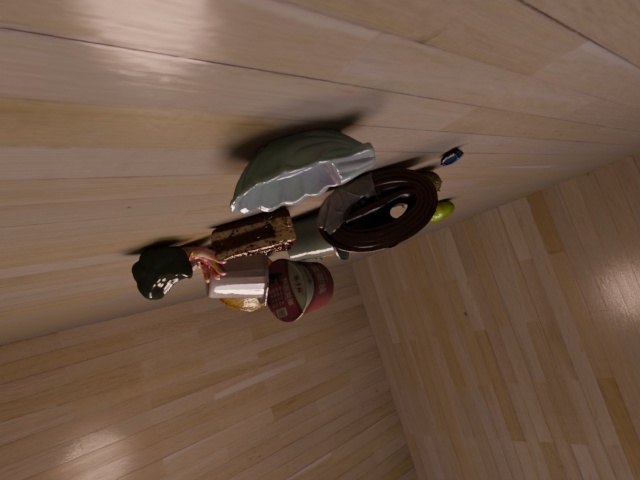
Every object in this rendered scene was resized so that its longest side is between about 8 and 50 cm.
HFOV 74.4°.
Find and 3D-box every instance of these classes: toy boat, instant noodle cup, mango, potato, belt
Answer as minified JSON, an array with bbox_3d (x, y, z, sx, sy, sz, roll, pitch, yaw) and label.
[{"bbox_3d":[-0.043,-0.136,0.804,0.291,0.100,0.199,-17,173,4],"label":"toy boat"},{"bbox_3d":[0.373,-0.237,1.208,0.038,0.038,0.083,-12,170,-32],"label":"toy boat"},{"bbox_3d":[-0.074,0.174,1.581,0.235,0.234,0.179,-24,168,41],"label":"instant noodle cup"},{"bbox_3d":[0.590,-0.152,2.072,0.163,0.089,0.117,-26,168,-24],"label":"mango"},{"bbox_3d":[0.276,-0.156,1.346,0.226,0.090,0.117,-19,171,10],"label":"potato"},{"bbox_3d":[0.155,-0.080,1.191,0.339,0.217,0.122,-21,178,1],"label":"belt"}]

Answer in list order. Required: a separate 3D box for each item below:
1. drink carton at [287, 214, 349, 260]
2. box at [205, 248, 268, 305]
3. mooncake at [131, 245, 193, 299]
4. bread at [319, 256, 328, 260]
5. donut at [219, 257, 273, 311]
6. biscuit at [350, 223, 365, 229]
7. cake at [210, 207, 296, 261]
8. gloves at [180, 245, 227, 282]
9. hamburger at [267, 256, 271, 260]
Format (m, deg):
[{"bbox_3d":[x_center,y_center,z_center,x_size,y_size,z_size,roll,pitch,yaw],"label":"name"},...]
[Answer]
[{"bbox_3d":[-0.016,-0.009,1.464,0.190,0.190,0.185,-12,175,14],"label":"drink carton"},{"bbox_3d":[-0.324,0.114,1.581,0.207,0.261,0.291,0,175,-22],"label":"box"},{"bbox_3d":[-0.475,0.098,1.266,0.169,0.174,0.104,24,-173,14],"label":"mooncake"},{"bbox_3d":[0.000,0.000,1.648,0.229,0.143,0.140,-8,167,-43],"label":"bread"},{"bbox_3d":[-0.303,0.166,1.816,0.303,0.303,0.110,-12,134,-32],"label":"donut"},{"bbox_3d":[0.120,-0.076,1.357,0.215,0.182,0.034,-37,151,-53],"label":"biscuit"},{"bbox_3d":[-0.190,-0.021,1.255,0.246,0.112,0.135,-8,166,-30],"label":"cake"},{"bbox_3d":[-0.416,0.071,1.389,0.242,0.126,0.145,-16,148,14],"label":"gloves"},{"bbox_3d":[-0.325,0.161,2.076,0.237,0.147,0.237,-19,174,-2],"label":"hamburger"}]
